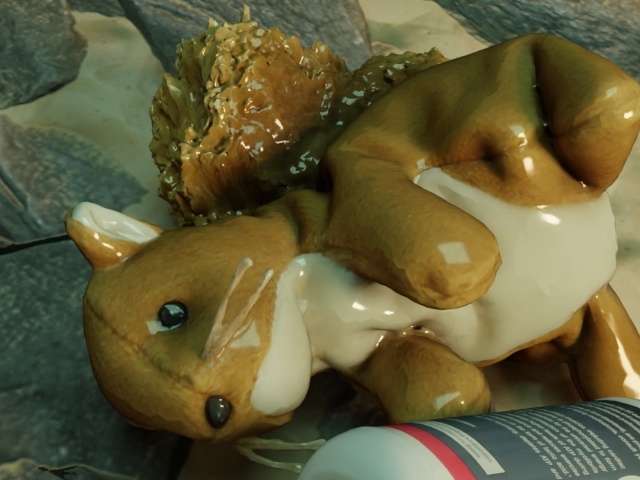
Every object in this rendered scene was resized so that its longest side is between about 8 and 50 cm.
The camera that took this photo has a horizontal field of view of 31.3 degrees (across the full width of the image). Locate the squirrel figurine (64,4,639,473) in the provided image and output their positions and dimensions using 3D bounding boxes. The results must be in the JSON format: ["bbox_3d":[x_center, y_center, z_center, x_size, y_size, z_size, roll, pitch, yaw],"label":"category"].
[{"bbox_3d":[0.000,0.000,0.844,0.370,0.281,0.397,-21,38,-11],"label":"squirrel figurine"}]

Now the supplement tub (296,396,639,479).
[{"bbox_3d":[0.131,0.191,0.657,0.272,0.191,0.191,-2,46,-29],"label":"supplement tub"}]
